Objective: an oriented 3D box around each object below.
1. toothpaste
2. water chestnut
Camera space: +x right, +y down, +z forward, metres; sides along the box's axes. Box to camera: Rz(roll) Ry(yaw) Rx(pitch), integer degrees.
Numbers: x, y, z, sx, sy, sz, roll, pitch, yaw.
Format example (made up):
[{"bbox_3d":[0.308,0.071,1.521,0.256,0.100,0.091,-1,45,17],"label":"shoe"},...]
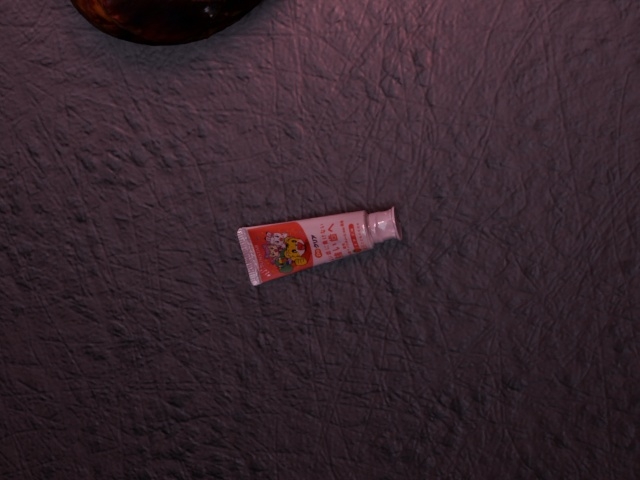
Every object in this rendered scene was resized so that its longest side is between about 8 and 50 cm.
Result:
[{"bbox_3d":[0.000,0.000,1.938,0.234,0.057,0.089,-12,103,13],"label":"toothpaste"},{"bbox_3d":[-0.174,-0.392,1.708,0.350,0.302,0.351,-15,129,-19],"label":"water chestnut"}]
